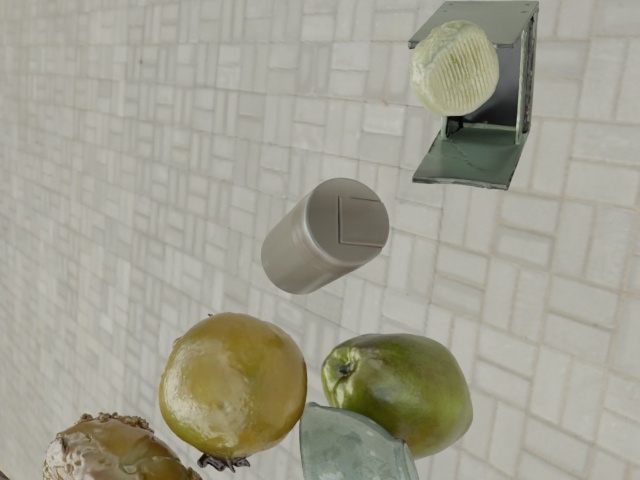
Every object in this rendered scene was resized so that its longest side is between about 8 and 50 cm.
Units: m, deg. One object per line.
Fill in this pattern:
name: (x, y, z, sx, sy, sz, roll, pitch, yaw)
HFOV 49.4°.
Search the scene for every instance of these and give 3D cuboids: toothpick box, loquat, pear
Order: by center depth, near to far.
toothpick box: (0.000, 0.000, 0.884, 0.181, 0.111, 0.111, 144, 116, -63)
loquat: (-0.133, 0.231, 1.066, 0.244, 0.244, 0.244, 4, 96, 50)
pear: (0.152, 0.303, 1.377, 0.269, 0.321, 0.269, -40, 34, 35)

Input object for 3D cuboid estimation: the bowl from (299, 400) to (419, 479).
bowl: (0.085, 0.402, 1.148, 0.146, 0.313, 0.313, -17, 76, 9)

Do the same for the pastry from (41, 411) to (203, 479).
pastry: (-0.287, 0.403, 1.087, 0.311, 0.162, 0.255, 35, 131, 16)

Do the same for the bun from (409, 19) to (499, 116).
bun: (0.155, -0.204, 0.832, 0.069, 0.115, 0.115, -139, 56, -62)

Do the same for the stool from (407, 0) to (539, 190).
stool: (0.265, -0.257, 1.191, 0.170, 0.269, 0.243, 7, 124, 21)

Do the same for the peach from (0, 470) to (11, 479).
peach: (-0.295, 0.232, 0.341, 0.406, 0.310, 0.335, 28, 144, 3)
